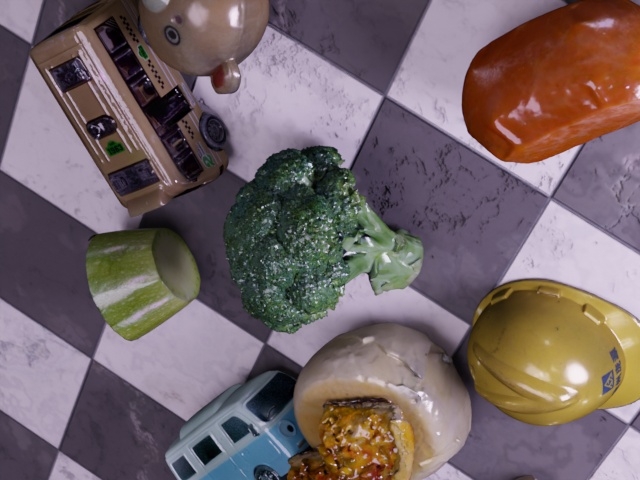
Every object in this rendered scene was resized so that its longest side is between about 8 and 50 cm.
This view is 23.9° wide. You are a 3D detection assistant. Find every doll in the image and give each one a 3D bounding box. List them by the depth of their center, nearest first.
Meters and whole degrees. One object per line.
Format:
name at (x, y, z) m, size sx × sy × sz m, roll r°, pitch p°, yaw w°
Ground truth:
doll at (-0.132, -0.358, 1.873) m, size 0.235 × 0.174 × 0.330 m, roll 50°, pitch 137°, yaw 34°

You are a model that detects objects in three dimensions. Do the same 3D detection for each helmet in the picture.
helmet at (0.293, 0.171, 1.988) m, size 0.257 × 0.140 × 0.205 m, roll 11°, pitch 125°, yaw 27°

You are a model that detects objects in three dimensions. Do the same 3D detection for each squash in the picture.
squash at (-0.261, 0.052, 2.224) m, size 0.123 × 0.170 × 0.170 m, roll -23°, pitch 107°, yaw 24°

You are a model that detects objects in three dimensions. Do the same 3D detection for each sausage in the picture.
sausage at (0.283, -0.183, 1.743) m, size 0.268 × 0.153 × 0.141 m, roll -22°, pitch 74°, yaw 39°

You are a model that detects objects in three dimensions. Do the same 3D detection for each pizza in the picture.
pizza at (0.035, 0.327, 2.104) m, size 0.161 × 0.085 × 0.305 m, roll 33°, pitch 132°, yaw 2°

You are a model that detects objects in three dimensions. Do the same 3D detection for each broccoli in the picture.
broccoli at (0.000, 0.000, 2.006) m, size 0.270 × 0.270 × 0.270 m, roll 12°, pitch 133°, yaw -18°

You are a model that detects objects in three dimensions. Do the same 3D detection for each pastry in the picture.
pastry at (0.090, 0.236, 2.147) m, size 0.265 × 0.133 × 0.265 m, roll 15°, pitch 127°, yaw 21°

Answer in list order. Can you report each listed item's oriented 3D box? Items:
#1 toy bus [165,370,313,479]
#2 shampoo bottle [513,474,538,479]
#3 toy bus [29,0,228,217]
toy bus at (-0.111, 0.307, 2.315) m, size 0.165 × 0.133 × 0.271 m, roll 49°, pitch 133°, yaw -1°
shampoo bottle at (0.351, 0.457, 2.177) m, size 0.127 × 0.078 × 0.257 m, roll -31°, pitch 103°, yaw 39°
toy bus at (-0.258, -0.179, 2.061) m, size 0.139 × 0.157 × 0.289 m, roll -16°, pitch 110°, yaw 37°
